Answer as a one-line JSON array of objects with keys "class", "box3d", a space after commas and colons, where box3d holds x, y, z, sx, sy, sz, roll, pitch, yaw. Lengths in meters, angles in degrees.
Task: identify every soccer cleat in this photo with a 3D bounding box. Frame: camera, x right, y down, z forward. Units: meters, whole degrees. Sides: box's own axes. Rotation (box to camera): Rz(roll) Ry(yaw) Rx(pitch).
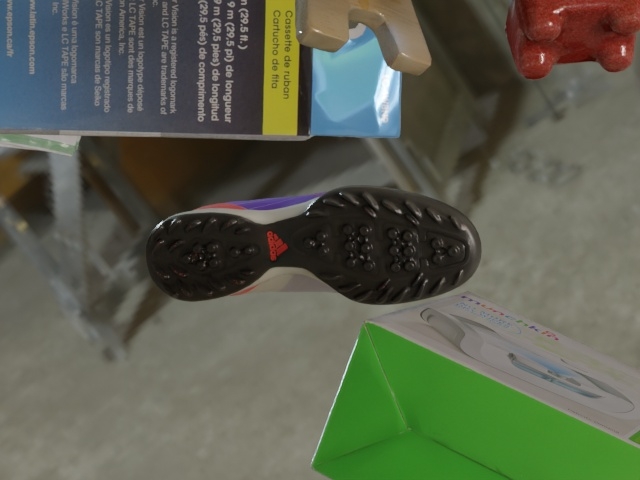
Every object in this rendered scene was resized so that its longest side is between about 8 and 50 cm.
[{"class": "soccer cleat", "box3d": [0.000, 0.000, 1.421, 0.318, 0.109, 0.116, -4, 10, 22]}]

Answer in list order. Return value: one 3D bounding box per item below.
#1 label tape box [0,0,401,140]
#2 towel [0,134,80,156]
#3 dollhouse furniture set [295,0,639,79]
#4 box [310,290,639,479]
[{"class": "label tape box", "box3d": [-0.115, -0.203, 1.175, 0.347, 0.249, 0.115, 0, 5, -11]}, {"class": "towel", "box3d": [-0.235, -0.143, 1.315, 0.023, 0.113, 0.152, 50, 124, 42]}, {"class": "dollhouse furniture set", "box3d": [0.165, -0.218, 0.694, 0.374, 0.201, 0.152, -36, 52, 46]}, {"class": "box", "box3d": [0.164, 0.153, 1.132, 0.231, 0.262, 0.127, -8, -60, -65]}]
